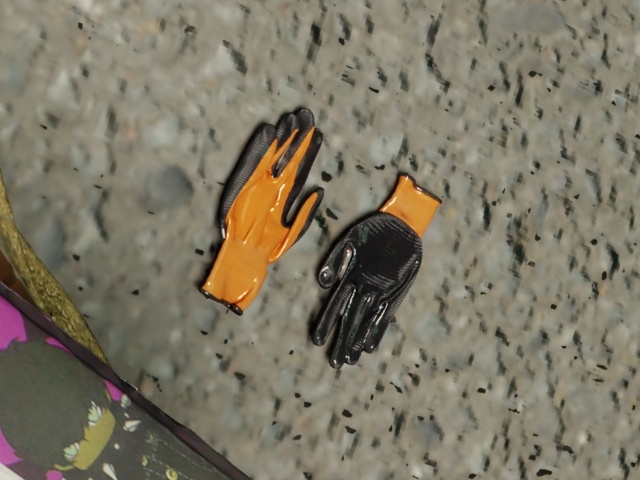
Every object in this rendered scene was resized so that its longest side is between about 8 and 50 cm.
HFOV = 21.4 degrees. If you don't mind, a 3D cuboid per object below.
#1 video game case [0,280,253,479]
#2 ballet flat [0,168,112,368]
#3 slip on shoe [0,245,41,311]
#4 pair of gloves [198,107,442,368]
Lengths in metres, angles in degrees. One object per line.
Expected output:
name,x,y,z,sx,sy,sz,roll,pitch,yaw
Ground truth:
video game case,-0.120,0.090,0.393,0.210,0.232,0.042,41,39,-16
ballet flat,-0.140,-0.017,0.439,0.123,0.123,0.348,-33,117,-23
slip on shoe,-0.074,0.052,0.404,0.041,0.051,0.135,-18,127,17
pair of gloves,0.000,0.000,0.584,0.083,0.010,0.074,31,78,-31
